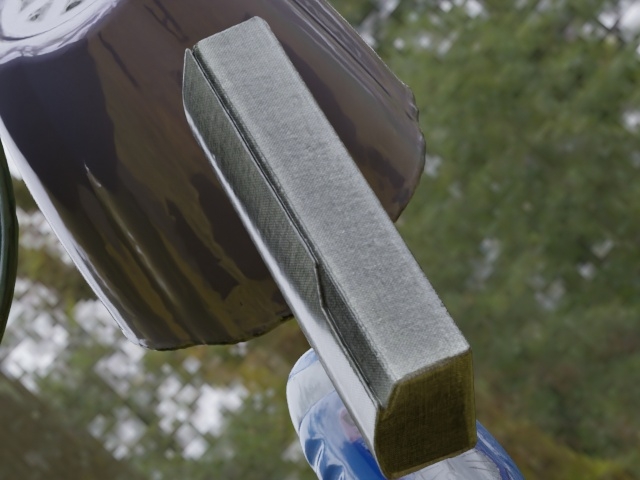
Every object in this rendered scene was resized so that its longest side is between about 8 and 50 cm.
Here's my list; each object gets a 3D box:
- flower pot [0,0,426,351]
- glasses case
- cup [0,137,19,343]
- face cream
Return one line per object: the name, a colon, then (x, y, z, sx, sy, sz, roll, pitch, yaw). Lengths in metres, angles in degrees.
flower pot: (-0.095, -0.095, 1.328, 0.265, 0.265, 0.243, -45, -54, -10)
glasses case: (0.000, 0.000, 0.833, 0.047, 0.205, 0.071, -22, -38, -11)
cup: (-0.353, -0.024, 1.099, 0.310, 0.401, 0.392, -38, 2, -10)
face cream: (0.067, 0.171, 1.586, 0.149, 0.264, 0.083, -11, -49, -31)
